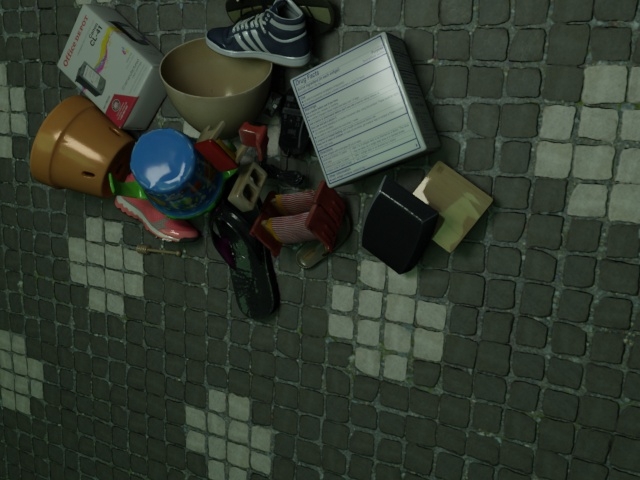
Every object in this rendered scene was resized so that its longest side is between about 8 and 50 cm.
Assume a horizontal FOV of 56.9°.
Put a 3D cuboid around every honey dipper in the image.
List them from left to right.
[{"bbox_3d":[-0.509,0.032,1.867,0.160,0.030,0.031,4,102,23],"label":"honey dipper"}]

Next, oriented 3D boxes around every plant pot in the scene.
[{"bbox_3d":[-0.688,-0.257,1.773,0.203,0.291,0.291,28,112,1],"label":"plant pot"},{"bbox_3d":[-0.263,-0.379,1.558,0.284,0.284,0.191,24,142,20],"label":"plant pot"}]

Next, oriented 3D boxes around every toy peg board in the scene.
[{"bbox_3d":[0.305,-0.080,1.438,0.161,0.079,0.161,39,98,14],"label":"toy peg board"}]

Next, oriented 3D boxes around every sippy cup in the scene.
[{"bbox_3d":[-0.385,-0.186,1.555,0.240,0.224,0.305,40,86,8],"label":"sippy cup"}]

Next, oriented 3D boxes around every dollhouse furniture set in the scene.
[{"bbox_3d":[-0.128,-0.125,1.458,0.201,0.152,0.374,-8,140,39],"label":"dollhouse furniture set"}]

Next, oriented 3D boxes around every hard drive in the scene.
[{"bbox_3d":[0.180,-0.025,1.434,0.172,0.054,0.255,38,150,16],"label":"hard drive"}]

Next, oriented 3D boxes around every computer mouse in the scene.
[{"bbox_3d":[-0.089,-0.282,1.593,0.184,0.060,0.262,13,102,43],"label":"computer mouse"}]

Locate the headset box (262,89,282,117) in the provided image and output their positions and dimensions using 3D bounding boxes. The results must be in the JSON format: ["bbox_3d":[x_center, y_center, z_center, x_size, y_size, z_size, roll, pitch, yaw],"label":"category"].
[{"bbox_3d":[-0.127,-0.362,1.563,0.032,0.083,0.062,25,106,-12],"label":"headset box"}]

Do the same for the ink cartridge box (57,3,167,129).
[{"bbox_3d":[-0.601,-0.509,1.748,0.306,0.131,0.226,42,115,11],"label":"ink cartridge box"}]

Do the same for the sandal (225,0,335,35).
[{"bbox_3d":[-0.101,-0.599,1.505,0.302,0.086,0.120,14,138,22],"label":"sandal"}]

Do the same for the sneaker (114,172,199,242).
[{"bbox_3d":[-0.490,-0.102,1.783,0.313,0.116,0.136,31,110,17],"label":"sneaker"}]

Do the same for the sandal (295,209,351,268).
[{"bbox_3d":[0.000,0.000,1.597,0.219,0.060,0.090,-43,81,26],"label":"sandal"}]

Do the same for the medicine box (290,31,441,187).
[{"bbox_3d":[0.110,-0.309,1.433,0.263,0.149,0.289,-19,91,27],"label":"medicine box"}]

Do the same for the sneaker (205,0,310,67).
[{"bbox_3d":[-0.159,-0.531,1.464,0.282,0.099,0.153,14,144,12],"label":"sneaker"}]

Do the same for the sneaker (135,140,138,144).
[{"bbox_3d":[-0.439,-0.192,1.727,0.281,0.115,0.105,51,139,14],"label":"sneaker"}]

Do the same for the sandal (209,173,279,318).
[{"bbox_3d":[-0.229,0.012,1.683,0.167,0.107,0.446,-16,92,27],"label":"sandal"}]
